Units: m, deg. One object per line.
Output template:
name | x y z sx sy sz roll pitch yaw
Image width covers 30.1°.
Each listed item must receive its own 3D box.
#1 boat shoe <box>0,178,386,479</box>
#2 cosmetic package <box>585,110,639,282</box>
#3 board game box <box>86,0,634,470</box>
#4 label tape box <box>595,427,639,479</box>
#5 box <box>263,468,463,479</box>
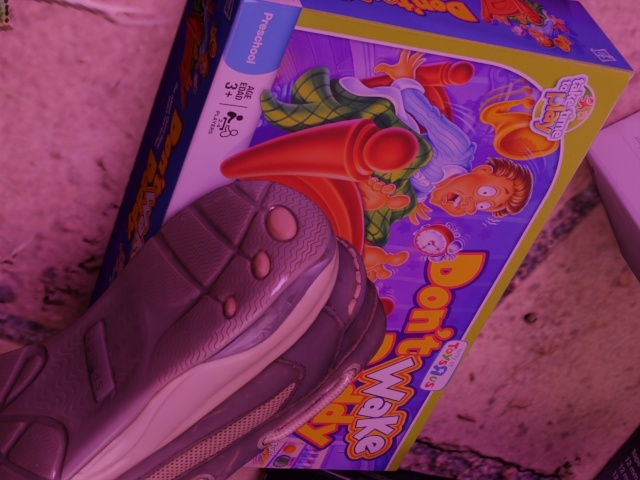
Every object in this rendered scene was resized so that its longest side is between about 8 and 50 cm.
boat shoe | -0.111 0.117 0.649 0.355 0.132 0.130 -35 130 18
cosmetic package | 0.318 -0.004 0.732 0.225 0.224 0.138 -26 135 5
board game box | 0.000 0.000 0.725 0.233 0.078 0.347 6 129 -24
label tape box | 0.321 0.301 1.002 0.115 0.249 0.347 12 127 -28
box | 0.093 0.336 0.910 0.294 0.183 0.296 16 85 -32
